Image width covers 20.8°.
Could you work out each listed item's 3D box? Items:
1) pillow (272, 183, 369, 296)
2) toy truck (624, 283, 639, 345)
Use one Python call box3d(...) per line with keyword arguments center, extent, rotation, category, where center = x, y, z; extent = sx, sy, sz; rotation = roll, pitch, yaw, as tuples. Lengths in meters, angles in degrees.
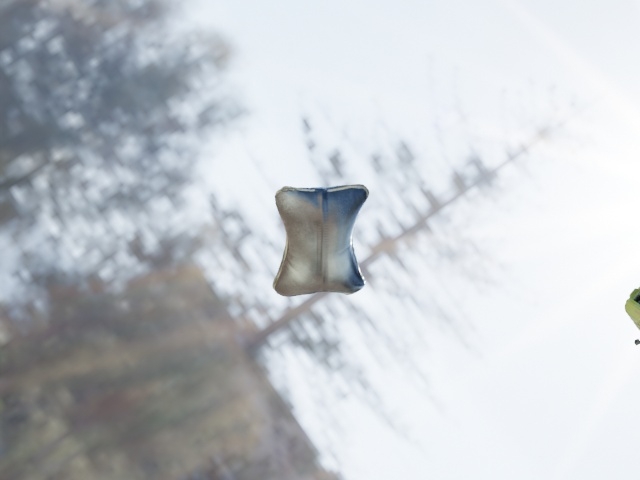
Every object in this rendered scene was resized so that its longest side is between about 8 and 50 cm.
box3d(center=(0.000, 0.001, 1.749), extent=(0.091, 0.055, 0.136), rotation=(14, -52, 13), category="pillow")
box3d(center=(0.457, 0.113, 2.226), extent=(0.077, 0.100, 0.169), rotation=(50, -4, -35), category="toy truck")
